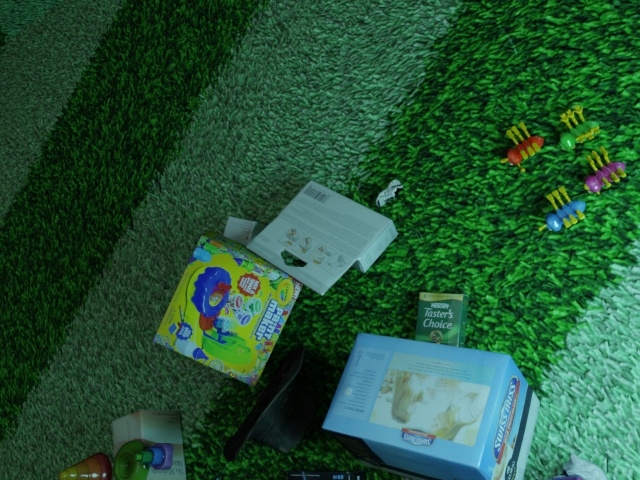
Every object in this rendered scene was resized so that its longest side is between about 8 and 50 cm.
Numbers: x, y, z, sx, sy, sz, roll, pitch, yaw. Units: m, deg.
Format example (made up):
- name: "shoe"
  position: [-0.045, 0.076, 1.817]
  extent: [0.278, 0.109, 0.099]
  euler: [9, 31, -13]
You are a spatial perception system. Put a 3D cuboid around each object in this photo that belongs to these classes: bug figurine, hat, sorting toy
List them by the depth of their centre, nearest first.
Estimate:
- name: "bug figurine"
  position: [0.520, -0.152, 1.482]
  extent: [0.216, 0.072, 0.279]
  euler: [-31, 55, 18]
- name: "hat"
  position: [-0.089, 0.417, 1.679]
  extent: [0.134, 0.331, 0.331]
  euler: [37, 102, -4]
- name: "sorting toy"
  position: [-0.547, 0.589, 1.804]
  extent: [0.365, 0.126, 0.127]
  euler: [-23, 63, 30]

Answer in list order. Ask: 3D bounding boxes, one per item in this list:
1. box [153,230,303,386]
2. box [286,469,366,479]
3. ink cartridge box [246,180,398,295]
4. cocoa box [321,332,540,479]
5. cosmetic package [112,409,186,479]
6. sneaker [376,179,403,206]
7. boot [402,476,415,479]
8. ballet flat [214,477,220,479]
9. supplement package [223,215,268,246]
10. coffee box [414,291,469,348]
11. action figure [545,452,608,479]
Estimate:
- name: "box"
  position: [-0.224, 0.166, 1.770]
  extent: [0.279, 0.177, 0.290]
  euler: [24, 94, -3]
- name: "box"
  position: [0.013, 0.610, 1.611]
  extent: [0.180, 0.077, 0.147]
  euler: [-11, 71, 33]
- name: "ink cartridge box"
  position: [0.000, 0.000, 1.752]
  extent: [0.296, 0.066, 0.261]
  euler: [30, 69, 38]
- name: "cocoa box"
  position: [0.225, 0.352, 1.404]
  extent: [0.347, 0.228, 0.231]
  euler: [3, 57, 37]
- name: "cosmetic package"
  position: [-0.465, 0.627, 1.906]
  extent: [0.129, 0.153, 0.296]
  euler: [-26, 64, 29]
- name: "sneaker"
  position: [0.174, -0.113, 1.745]
  extent: [0.083, 0.032, 0.037]
  euler: [-51, 53, 13]
- name: "boot"
  position: [0.235, 0.605, 1.457]
  extent: [0.178, 0.085, 0.236]
  euler: [21, 96, 47]
- name: "ballet flat"
  position: [-0.297, 0.672, 1.847]
  extent: [0.114, 0.041, 0.041]
  euler: [-39, 57, 20]
- name: "supplement package"
  position: [-0.211, 0.036, 1.931]
  extent: [0.105, 0.105, 0.179]
  euler: [12, 84, 35]
- name: "coffee box"
  position: [0.270, 0.210, 1.571]
  extent: [0.113, 0.040, 0.184]
  euler: [2, 77, 36]
- name: "action figure"
  position: [0.467, 0.567, 1.286]
  extent: [0.341, 0.178, 0.330]
  euler: [-29, 50, 60]
